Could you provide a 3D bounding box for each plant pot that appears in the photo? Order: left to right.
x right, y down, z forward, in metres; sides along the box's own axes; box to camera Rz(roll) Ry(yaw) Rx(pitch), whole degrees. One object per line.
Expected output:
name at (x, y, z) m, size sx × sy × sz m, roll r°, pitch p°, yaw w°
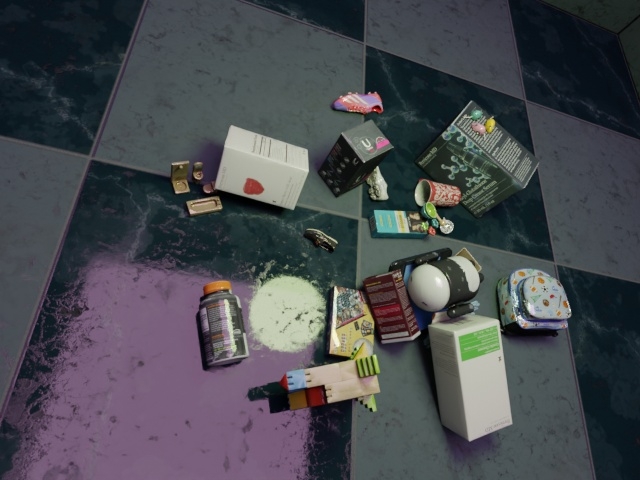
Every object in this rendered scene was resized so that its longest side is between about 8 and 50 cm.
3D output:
plant pot at (0.562, 0.114, 1.730) m, size 0.109 × 0.096 × 0.109 m, roll -33°, pitch 81°, yaw -30°

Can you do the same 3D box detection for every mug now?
mug at (0.510, -0.215, 1.850) m, size 0.169 × 0.113 × 0.150 m, roll 3°, pitch 68°, yaw -23°

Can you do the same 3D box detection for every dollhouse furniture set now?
dollhouse furniture set at (-0.424, -0.181, 1.467) m, size 0.144 × 0.123 × 0.151 m, roll -14°, pitch 73°, yaw -25°

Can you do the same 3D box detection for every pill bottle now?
pill bottle at (-0.304, 0.252, 1.318) m, size 0.131 × 0.130 × 0.245 m, roll -5°, pitch 70°, yaw -23°

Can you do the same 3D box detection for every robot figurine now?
robot figurine at (0.439, 0.151, 1.498) m, size 0.278 × 0.209 × 0.173 m, roll -11°, pitch 110°, yaw -29°

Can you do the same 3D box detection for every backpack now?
backpack at (0.855, 0.243, 1.733) m, size 0.277 × 0.213 × 0.263 m, roll 6°, pitch 55°, yaw -15°

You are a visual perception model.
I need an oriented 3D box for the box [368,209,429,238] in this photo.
box at (0.322, -0.064, 1.737) m, size 0.244 × 0.060 × 0.100 m, roll 0°, pitch 68°, yaw -21°

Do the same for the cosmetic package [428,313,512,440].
cosmetic package at (0.510, 0.457, 1.459) m, size 0.197 × 0.155 × 0.365 m, roll -11°, pitch 92°, yaw -21°

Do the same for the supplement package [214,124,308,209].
supplement package at (-0.209, -0.258, 1.522) m, size 0.293 × 0.177 × 0.175 m, roll 14°, pitch 36°, yaw -14°

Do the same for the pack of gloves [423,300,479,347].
pack of gloves at (0.479, 0.303, 1.584) m, size 0.232 × 0.195 × 0.046 m, roll -9°, pitch 40°, yaw -25°

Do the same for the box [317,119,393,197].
box at (0.129, -0.312, 1.651) m, size 0.165 × 0.270 × 0.143 m, roll -32°, pitch 81°, yaw -29°

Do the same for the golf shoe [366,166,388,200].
golf shoe at (0.241, -0.246, 1.797) m, size 0.086 × 0.069 × 0.176 m, roll 10°, pitch 66°, yaw -39°

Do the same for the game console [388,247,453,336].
game console at (0.403, 0.193, 1.590) m, size 0.293 × 0.250 × 0.173 m, roll -12°, pitch 36°, yaw -26°

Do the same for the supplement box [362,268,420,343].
supplement box at (0.250, 0.234, 1.503) m, size 0.073 × 0.130 × 0.239 m, roll -15°, pitch 88°, yaw -52°

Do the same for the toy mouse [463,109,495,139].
toy mouse at (0.646, -0.483, 1.723) m, size 0.143 × 0.031 × 0.161 m, roll 22°, pitch 62°, yaw -11°

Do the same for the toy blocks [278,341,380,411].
toy blocks at (0.011, 0.430, 1.258) m, size 0.261 × 0.381 × 0.190 m, roll -8°, pitch 69°, yaw -8°

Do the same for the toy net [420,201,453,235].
toy net at (0.496, -0.071, 1.768) m, size 0.232 × 0.045 × 0.122 m, roll 19°, pitch 57°, yaw -37°

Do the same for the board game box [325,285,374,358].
board game box at (0.109, 0.294, 1.508) m, size 0.165 × 0.042 × 0.243 m, roll 14°, pitch 63°, yaw -16°

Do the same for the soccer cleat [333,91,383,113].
soccer cleat at (0.174, -0.608, 1.912) m, size 0.248 × 0.083 × 0.095 m, roll -16°, pitch 79°, yaw -29°

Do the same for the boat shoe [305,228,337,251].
boat shoe at (0.001, -0.001, 1.593) m, size 0.133 × 0.049 × 0.042 m, roll 28°, pitch 53°, yaw -12°

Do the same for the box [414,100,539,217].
box at (0.676, -0.346, 1.863) m, size 0.395 × 0.293 × 0.212 m, roll 42°, pitch 59°, yaw 1°
